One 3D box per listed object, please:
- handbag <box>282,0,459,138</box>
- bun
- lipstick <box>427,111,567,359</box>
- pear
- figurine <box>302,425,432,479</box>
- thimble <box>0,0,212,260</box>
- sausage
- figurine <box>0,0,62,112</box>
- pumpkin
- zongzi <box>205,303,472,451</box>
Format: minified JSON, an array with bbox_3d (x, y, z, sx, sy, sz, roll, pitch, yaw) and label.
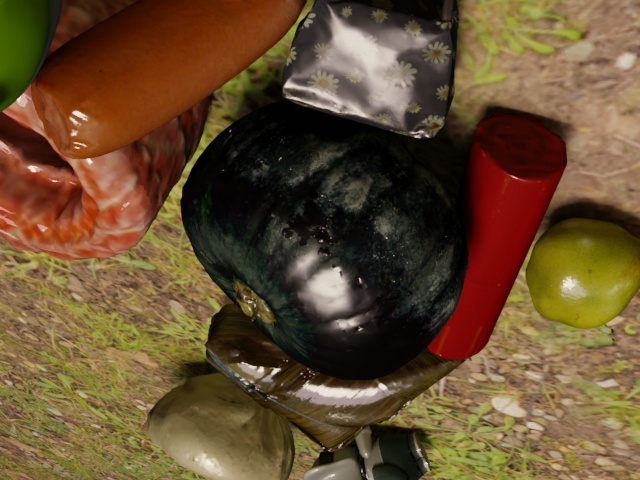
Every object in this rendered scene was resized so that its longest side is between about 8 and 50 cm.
[{"bbox_3d":[0.045,-0.149,0.499,0.115,0.072,0.139,18,132,2],"label":"handbag"},{"bbox_3d":[-0.132,0.262,1.086,0.231,0.133,0.231,27,170,5],"label":"bun"},{"bbox_3d":[0.137,0.012,0.659,0.073,0.073,0.279,15,145,8],"label":"lipstick"},{"bbox_3d":[0.215,0.023,0.626,0.097,0.092,0.092,-12,137,15],"label":"pear"},{"bbox_3d":[0.054,0.323,1.075,0.193,0.126,0.147,-26,119,7],"label":"figurine"},{"bbox_3d":[-0.217,-0.102,0.601,0.239,0.162,0.239,13,146,9],"label":"thimble"},{"bbox_3d":[-0.089,-0.123,0.490,0.076,0.197,0.076,41,158,21],"label":"sausage"},{"bbox_3d":[-0.255,-0.144,0.415,0.263,0.162,0.143,27,-170,21],"label":"figurine"},{"bbox_3d":[0.000,0.000,0.600,0.233,0.163,0.233,37,161,15],"label":"pumpkin"},{"bbox_3d":[0.006,0.122,0.851,0.221,0.112,0.242,34,136,-18],"label":"zongzi"}]
